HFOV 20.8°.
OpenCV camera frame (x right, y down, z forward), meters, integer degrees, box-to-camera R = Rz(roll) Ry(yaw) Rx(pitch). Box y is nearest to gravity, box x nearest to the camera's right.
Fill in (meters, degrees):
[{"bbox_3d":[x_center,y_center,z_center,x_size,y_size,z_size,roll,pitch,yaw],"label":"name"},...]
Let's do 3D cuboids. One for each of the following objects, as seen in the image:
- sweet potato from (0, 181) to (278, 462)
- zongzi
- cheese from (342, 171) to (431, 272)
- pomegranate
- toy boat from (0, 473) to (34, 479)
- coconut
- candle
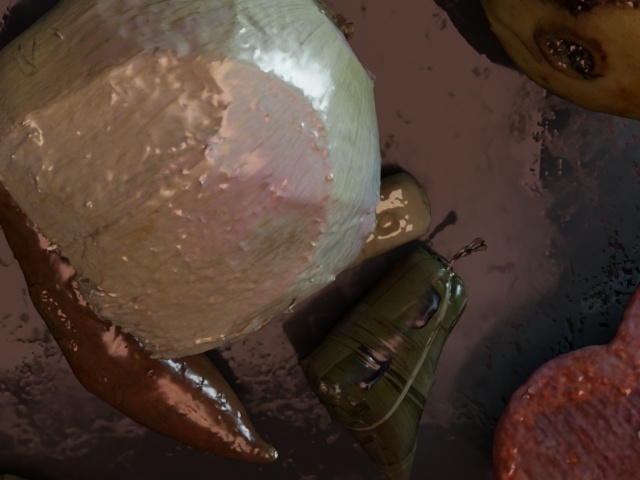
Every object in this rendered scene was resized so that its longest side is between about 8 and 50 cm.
[{"bbox_3d":[-0.176,0.061,1.415,0.106,0.095,0.354,-24,110,45],"label":"sweet potato"},{"bbox_3d":[0.090,0.103,1.488,0.189,0.081,0.178,-45,128,-10],"label":"zongzi"},{"bbox_3d":[0.000,0.000,1.452,0.194,0.043,0.065,-22,110,-5],"label":"cheese"},{"bbox_3d":[0.247,-0.218,1.341,0.260,0.260,0.260,-2,104,-8],"label":"pomegranate"},{"bbox_3d":[-0.182,0.295,1.473,0.321,0.089,0.121,25,110,-13],"label":"toy boat"},{"bbox_3d":[-0.086,-0.086,1.292,0.254,0.297,0.297,-29,106,12],"label":"coconut"},{"bbox_3d":[0.309,0.171,1.424,0.317,0.131,0.287,-39,68,9],"label":"candle"}]
